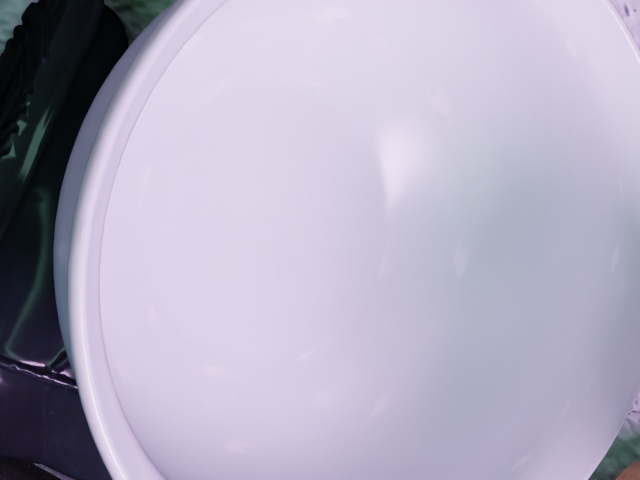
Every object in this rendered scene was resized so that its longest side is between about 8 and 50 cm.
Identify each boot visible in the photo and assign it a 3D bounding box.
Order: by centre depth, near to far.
[{"bbox_3d":[-0.081,0.017,0.879,0.207,0.094,0.246,18,105,-22],"label":"boot"}]

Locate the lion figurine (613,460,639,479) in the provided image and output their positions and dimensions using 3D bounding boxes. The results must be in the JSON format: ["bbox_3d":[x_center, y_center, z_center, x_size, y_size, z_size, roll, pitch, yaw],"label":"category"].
[{"bbox_3d":[0.219,0.065,0.736,0.142,0.392,0.240,37,156,10],"label":"lion figurine"}]

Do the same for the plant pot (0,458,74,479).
[{"bbox_3d":[-0.227,0.219,0.991,0.187,0.188,0.167,32,135,-12],"label":"plant pot"}]

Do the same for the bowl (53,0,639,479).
[{"bbox_3d":[0.000,0.000,0.787,0.134,0.298,0.298,16,141,56],"label":"bowl"}]
